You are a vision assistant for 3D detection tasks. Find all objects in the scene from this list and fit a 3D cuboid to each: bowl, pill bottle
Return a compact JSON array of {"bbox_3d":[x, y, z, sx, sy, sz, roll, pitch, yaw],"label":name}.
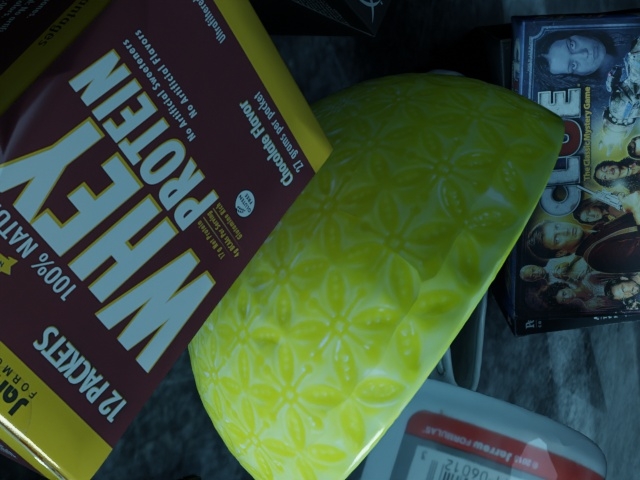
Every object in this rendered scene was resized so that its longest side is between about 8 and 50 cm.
[{"bbox_3d":[0.000,0.000,0.602,0.156,0.289,0.289,35,65,-1],"label":"bowl"},{"bbox_3d":[0.061,0.293,0.711,0.210,0.210,0.362,33,72,-47],"label":"pill bottle"}]

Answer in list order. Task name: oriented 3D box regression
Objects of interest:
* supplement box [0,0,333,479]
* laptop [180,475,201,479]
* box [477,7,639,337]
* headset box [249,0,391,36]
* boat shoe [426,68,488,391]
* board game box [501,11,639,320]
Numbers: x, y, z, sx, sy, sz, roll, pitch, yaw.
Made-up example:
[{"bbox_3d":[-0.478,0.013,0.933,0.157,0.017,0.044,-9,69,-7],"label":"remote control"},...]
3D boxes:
[{"bbox_3d":[-0.139,-0.028,0.433,0.191,0.194,0.129,-55,134,-25],"label":"supplement box"},{"bbox_3d":[-0.128,0.296,0.560,0.137,0.264,0.234,0,99,-12],"label":"laptop"},{"bbox_3d":[0.241,-0.062,0.860,0.185,0.103,0.261,-7,109,-3],"label":"box"},{"bbox_3d":[-0.005,-0.304,0.589,0.218,0.110,0.293,38,70,-46],"label":"headset box"},{"bbox_3d":[0.107,-0.003,0.800,0.096,0.088,0.267,7,93,-49],"label":"boat shoe"},{"bbox_3d":[0.233,-0.057,0.787,0.042,0.165,0.243,-97,-175,-71],"label":"board game box"}]
